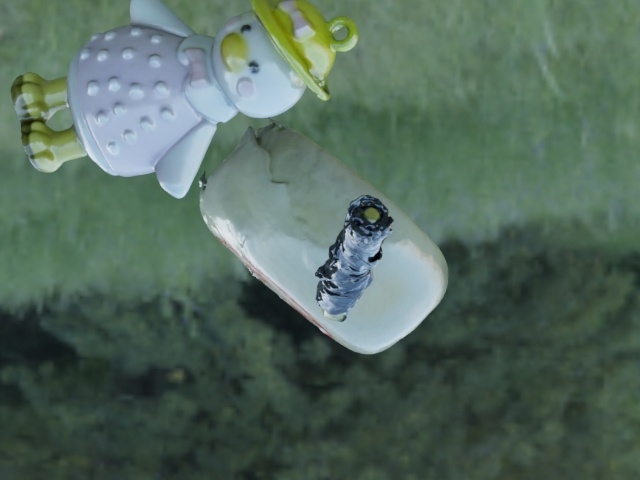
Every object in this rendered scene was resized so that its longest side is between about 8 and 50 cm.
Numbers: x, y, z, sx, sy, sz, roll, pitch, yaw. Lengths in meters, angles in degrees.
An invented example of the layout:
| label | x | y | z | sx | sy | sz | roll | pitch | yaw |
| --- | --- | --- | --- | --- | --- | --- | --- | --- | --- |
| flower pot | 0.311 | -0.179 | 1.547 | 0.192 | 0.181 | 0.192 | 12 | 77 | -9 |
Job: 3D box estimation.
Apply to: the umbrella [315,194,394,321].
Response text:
| label | x | y | z | sx | sy | sz | roll | pitch | yaw |
| --- | --- | --- | --- | --- | --- | --- | --- | --- | --- |
| umbrella | 0.021 | 0.017 | 0.998 | 0.040 | 0.037 | 0.144 | 34 | 149 | 10 |

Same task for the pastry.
| label | x | y | z | sx | sy | sz | roll | pitch | yaw |
| --- | --- | --- | --- | --- | --- | --- | --- | --- | --- |
| pastry | 0.002 | 0.002 | 1.338 | 0.265 | 0.133 | 0.265 | 40 | 179 | 1 |

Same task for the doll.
| label | x | y | z | sx | sy | sz | roll | pitch | yaw |
| --- | --- | --- | --- | --- | --- | --- | --- | --- | --- |
| doll | -0.076 | -0.091 | 0.802 | 0.207 | 0.129 | 0.081 | -16 | 164 | 13 |
